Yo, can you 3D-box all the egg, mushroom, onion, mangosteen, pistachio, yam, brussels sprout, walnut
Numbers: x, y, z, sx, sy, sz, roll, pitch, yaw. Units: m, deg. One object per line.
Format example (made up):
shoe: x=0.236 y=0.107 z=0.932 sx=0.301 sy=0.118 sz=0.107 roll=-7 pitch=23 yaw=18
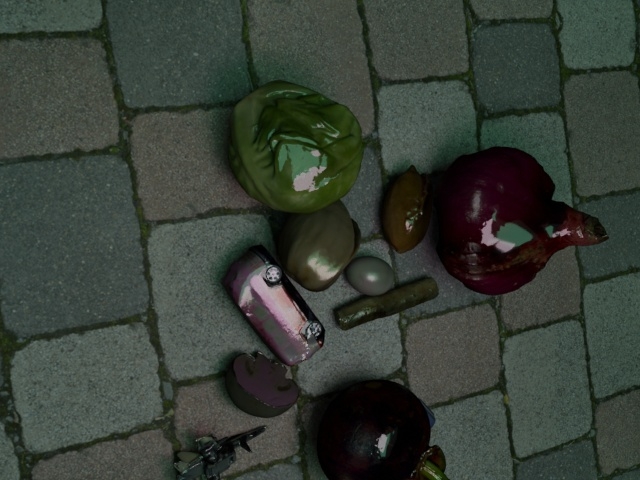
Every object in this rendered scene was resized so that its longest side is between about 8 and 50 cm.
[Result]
egg: x=0.131 y=0.093 z=1.764 sx=0.135 sy=0.103 sz=0.103 roll=14 pitch=87 yaw=-23
mushroom: x=-0.156 y=0.367 z=1.647 sx=0.188 sy=0.141 sz=0.117 roll=36 pitch=112 yaw=-12
onion: x=0.520 y=-0.040 z=1.738 sx=0.398 sy=0.420 sz=0.398 roll=-13 pitch=110 yaw=-41
mangosteen: x=0.161 y=0.515 z=1.665 sx=0.306 sy=0.360 sz=0.306 roll=-27 pitch=131 yaw=-35
pistachio: x=0.000 y=0.000 z=1.624 sx=0.288 sy=0.197 sz=0.166 roll=-74 pitch=147 yaw=-42
yam: x=0.183 y=0.168 z=1.811 sx=0.318 sy=0.067 sz=0.071 roll=-17 pitch=71 yaw=-22
brussels sprout: x=-0.052 y=-0.219 z=1.575 sx=0.328 sy=0.247 sz=0.327 roll=11 pitch=56 yaw=-17
walnut: x=0.233 y=-0.084 z=1.789 sx=0.137 sy=0.137 sz=0.245 roll=12 pitch=87 yaw=-24

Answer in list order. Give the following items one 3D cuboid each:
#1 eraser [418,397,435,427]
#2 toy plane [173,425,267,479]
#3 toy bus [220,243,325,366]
eraser: x=0.233 y=0.548 z=1.867 sx=0.225 sy=0.036 sz=0.082 roll=-45 pitch=106 yaw=-15
toy plane: x=-0.233 y=0.522 z=1.633 sx=0.262 sy=0.088 sz=0.192 roll=-16 pitch=126 yaw=-25
toy bus: x=-0.114 y=0.164 z=1.646 sx=0.147 sy=0.127 sz=0.302 roll=-40 pitch=107 yaw=-13
